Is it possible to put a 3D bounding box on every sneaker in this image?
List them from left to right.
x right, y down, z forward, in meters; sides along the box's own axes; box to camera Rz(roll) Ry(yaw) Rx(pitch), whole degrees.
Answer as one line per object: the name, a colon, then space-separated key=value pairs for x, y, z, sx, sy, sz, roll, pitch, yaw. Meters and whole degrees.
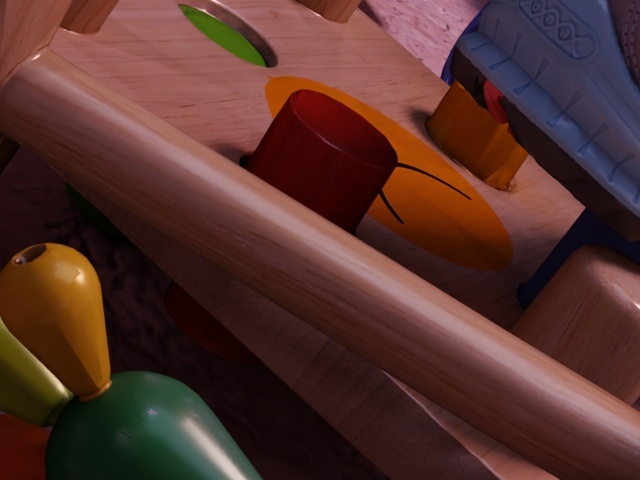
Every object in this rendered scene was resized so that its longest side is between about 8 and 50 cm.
sneaker: x=0.155 y=-0.052 z=0.561 sx=0.104 sy=0.125 sz=0.262 roll=48 pitch=23 yaw=27

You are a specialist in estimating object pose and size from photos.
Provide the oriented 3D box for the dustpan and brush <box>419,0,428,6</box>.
dustpan and brush: x=-0.038 y=-0.203 z=0.973 sx=0.211 sy=0.060 sz=0.147 roll=33 pitch=4 yaw=36

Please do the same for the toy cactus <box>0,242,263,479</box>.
toy cactus: x=-0.022 y=0.081 z=0.375 sx=0.180 sy=0.112 sz=0.219 roll=-15 pitch=54 yaw=-13

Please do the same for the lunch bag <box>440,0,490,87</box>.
lunch bag: x=0.194 y=-0.083 z=0.795 sx=0.115 sy=0.303 sz=0.243 roll=28 pitch=22 yaw=-50

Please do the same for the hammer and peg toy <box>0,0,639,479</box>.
hammer and peg toy: x=0.000 y=0.000 z=0.566 sx=0.266 sy=0.127 sz=0.361 roll=41 pitch=21 yaw=13
